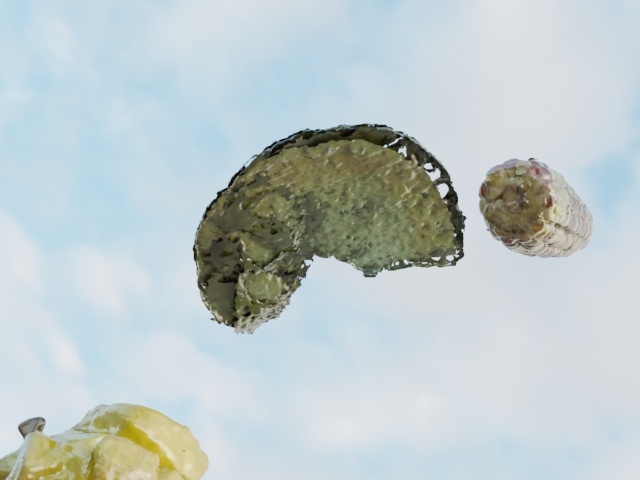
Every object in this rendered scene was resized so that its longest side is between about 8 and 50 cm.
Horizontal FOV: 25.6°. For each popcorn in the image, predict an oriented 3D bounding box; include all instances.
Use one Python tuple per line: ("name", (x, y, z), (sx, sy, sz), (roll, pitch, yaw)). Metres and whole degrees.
("popcorn", (-0.140, 0.179, 0.870), (0.152, 0.167, 0.148), (37, 5, 38))

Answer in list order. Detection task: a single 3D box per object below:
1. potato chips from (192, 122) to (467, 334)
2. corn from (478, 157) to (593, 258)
("potato chips", (-0.001, -0.003, 1.073), (0.220, 0.029, 0.202), (-34, -45, 17))
("corn", (0.193, -0.023, 1.222), (0.079, 0.237, 0.080), (-1, -94, 20))
